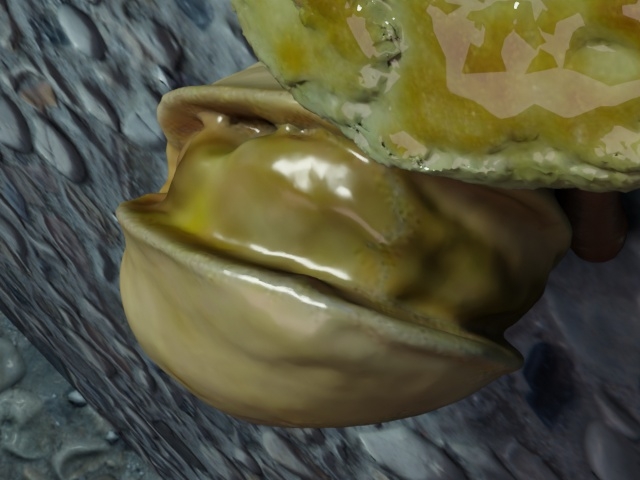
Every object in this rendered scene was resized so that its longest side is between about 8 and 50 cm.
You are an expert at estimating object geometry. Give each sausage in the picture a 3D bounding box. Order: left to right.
[{"bbox_3d":[0.137,-0.039,0.542,0.043,0.043,0.186,35,166,24],"label":"sausage"}]

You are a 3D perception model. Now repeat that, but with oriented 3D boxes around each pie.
[{"bbox_3d":[0.061,-0.168,0.392,0.337,0.075,0.338,24,131,30],"label":"pie"}]

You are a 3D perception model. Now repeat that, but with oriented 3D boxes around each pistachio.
[{"bbox_3d":[0.000,0.000,0.637,0.238,0.229,0.321,18,176,-25],"label":"pistachio"}]
